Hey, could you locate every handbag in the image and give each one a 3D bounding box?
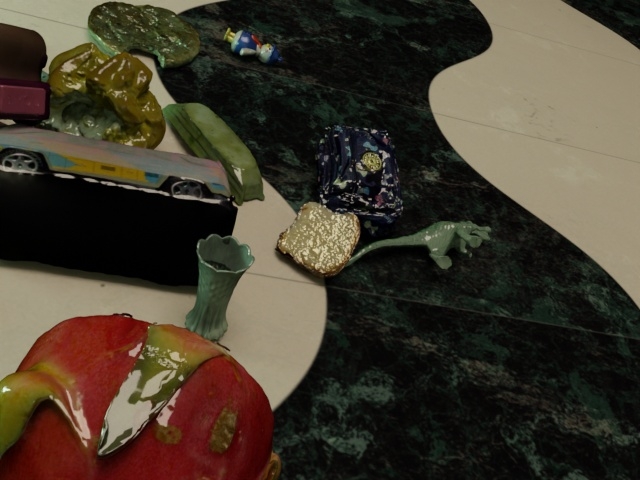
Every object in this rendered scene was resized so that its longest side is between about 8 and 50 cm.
[{"bbox_3d":[0.066,-0.118,1.424,0.162,0.113,0.260,7,48,-8],"label":"handbag"}]

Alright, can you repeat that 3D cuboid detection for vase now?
[{"bbox_3d":[-0.147,0.073,1.061,0.081,0.148,0.081,12,35,-9],"label":"vase"}]

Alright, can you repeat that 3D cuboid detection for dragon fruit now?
[{"bbox_3d":[-0.199,0.242,0.737,0.306,0.305,0.225,21,45,-2],"label":"dragon fruit"}]

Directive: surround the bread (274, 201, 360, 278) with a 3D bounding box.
[{"bbox_3d":[0.000,0.000,1.283,0.126,0.044,0.129,26,69,14],"label":"bread"}]

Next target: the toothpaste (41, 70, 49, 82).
[{"bbox_3d":[-0.594,-0.333,1.406,0.297,0.048,0.075,30,39,5],"label":"toothpaste"}]

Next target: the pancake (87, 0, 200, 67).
[{"bbox_3d":[-0.381,-0.450,1.653,0.254,0.037,0.253,15,38,-12],"label":"pancake"}]

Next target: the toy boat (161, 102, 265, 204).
[{"bbox_3d":[-0.200,-0.181,1.409,0.093,0.055,0.293,-14,51,-41],"label":"toy boat"}]

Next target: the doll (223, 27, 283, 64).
[{"bbox_3d":[-0.152,-0.442,1.743,0.143,0.057,0.098,24,38,-7],"label":"doll"}]

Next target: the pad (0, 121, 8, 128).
[{"bbox_3d":[-0.539,-0.163,1.214,0.188,0.006,0.113,23,34,34],"label":"pad"}]

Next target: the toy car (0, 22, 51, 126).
[{"bbox_3d":[-0.560,-0.295,1.127,0.341,0.240,0.271,12,11,21],"label":"toy car"}]

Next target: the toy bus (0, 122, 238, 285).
[{"bbox_3d":[-0.327,-0.057,1.124,0.386,0.171,0.162,9,30,-16],"label":"toy bus"}]

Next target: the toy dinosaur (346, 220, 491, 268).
[{"bbox_3d":[0.203,0.009,1.356,0.383,0.076,0.129,-7,14,-41],"label":"toy dinosaur"}]

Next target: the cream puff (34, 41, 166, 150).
[{"bbox_3d":[-0.367,-0.244,1.309,0.221,0.194,0.194,24,38,-3],"label":"cream puff"}]
